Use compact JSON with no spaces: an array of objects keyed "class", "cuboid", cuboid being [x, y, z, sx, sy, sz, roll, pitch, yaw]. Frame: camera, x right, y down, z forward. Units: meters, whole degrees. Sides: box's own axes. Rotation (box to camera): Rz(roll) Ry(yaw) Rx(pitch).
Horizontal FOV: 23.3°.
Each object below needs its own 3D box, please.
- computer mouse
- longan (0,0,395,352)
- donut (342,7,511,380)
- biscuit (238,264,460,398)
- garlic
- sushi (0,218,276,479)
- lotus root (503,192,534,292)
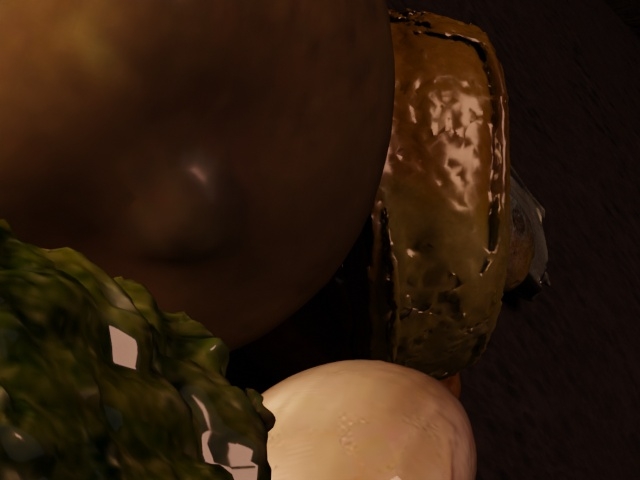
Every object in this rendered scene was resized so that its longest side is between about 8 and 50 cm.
[{"class":"computer mouse","cuboid":[0.170,-0.024,1.615,0.231,0.071,0.126,46,36,-36]},{"class":"longan","cuboid":[-0.124,-0.101,0.840,0.361,0.361,0.361,43,25,-25]},{"class":"donut","cuboid":[0.065,-0.029,1.047,0.272,0.107,0.272,177,-90,-87]},{"class":"biscuit","cuboid":[0.007,-0.005,1.263,0.350,0.070,0.394,51,22,-8]},{"class":"garlic","cuboid":[0.024,0.173,0.842,0.246,0.231,0.340,57,28,15]},{"class":"sushi","cuboid":[-0.145,0.169,0.429,0.178,0.294,0.352,27,32,-43]},{"class":"lotus root","cuboid":[0.120,-0.027,1.342,0.192,0.088,0.113,45,10,-46]}]
